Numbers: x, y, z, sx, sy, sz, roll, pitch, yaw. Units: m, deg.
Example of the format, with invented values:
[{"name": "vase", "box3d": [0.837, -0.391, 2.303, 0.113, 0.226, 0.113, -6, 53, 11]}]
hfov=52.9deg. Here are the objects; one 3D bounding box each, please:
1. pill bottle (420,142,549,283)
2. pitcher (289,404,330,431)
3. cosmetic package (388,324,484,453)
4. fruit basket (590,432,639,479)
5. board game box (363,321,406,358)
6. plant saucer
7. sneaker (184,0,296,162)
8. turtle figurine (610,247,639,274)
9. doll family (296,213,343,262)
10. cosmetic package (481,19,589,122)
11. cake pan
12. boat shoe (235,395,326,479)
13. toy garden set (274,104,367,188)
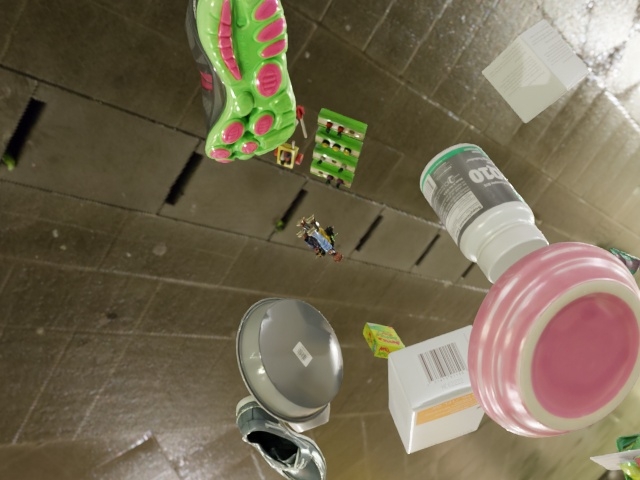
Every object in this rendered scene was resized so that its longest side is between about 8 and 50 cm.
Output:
[{"name": "pill bottle", "box3d": [0.428, -0.072, 1.699, 0.204, 0.361, 0.204, -16, 141, -13]}, {"name": "pitcher", "box3d": [-0.028, 0.384, 1.701, 0.178, 0.207, 0.125, -18, 167, -2]}, {"name": "cosmetic package", "box3d": [0.314, 0.417, 1.737, 0.230, 0.161, 0.453, -18, 150, -4]}, {"name": "fruit basket", "box3d": [0.895, 0.549, 1.670, 0.327, 0.165, 0.353, -19, 143, 26]}, {"name": "board game box", "box3d": [0.199, 0.316, 2.020, 0.092, 0.181, 0.043, 13, 101, -11]}, {"name": "plant saucer", "box3d": [0.395, 0.171, 1.024, 0.332, 0.084, 0.331, -5, 105, -19]}, {"name": "sneaker", "box3d": [-0.147, -0.318, 1.181, 0.185, 0.202, 0.482, -11, 152, -15]}, {"name": "turtle figurine", "box3d": [0.748, 0.141, 1.677, 0.118, 0.175, 0.234, 19, 99, -18]}, {"name": "doll family", "box3d": [0.000, 0.000, 1.636, 0.076, 0.193, 0.111, -35, 109, 15]}, {"name": "cosmetic package", "box3d": [0.556, -0.437, 1.666, 0.151, 0.183, 0.151, -38, 178, -37]}, {"name": "cake pan", "box3d": [-0.056, 0.258, 1.443, 0.293, 0.293, 0.054, 4, 153, -46]}, {"name": "boat shoe", "box3d": [-0.085, 0.486, 1.465, 0.116, 0.099, 0.319, -31, 118, 6]}, {"name": "toy garden set", "box3d": [-0.011, -0.215, 1.499, 0.244, 0.204, 0.049, 101, 12, -63]}]
